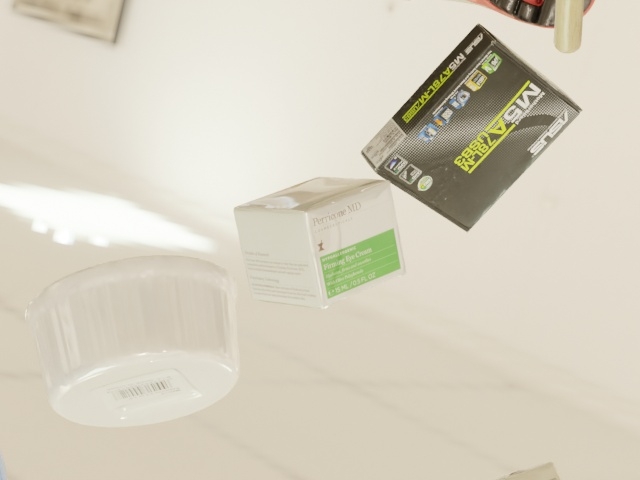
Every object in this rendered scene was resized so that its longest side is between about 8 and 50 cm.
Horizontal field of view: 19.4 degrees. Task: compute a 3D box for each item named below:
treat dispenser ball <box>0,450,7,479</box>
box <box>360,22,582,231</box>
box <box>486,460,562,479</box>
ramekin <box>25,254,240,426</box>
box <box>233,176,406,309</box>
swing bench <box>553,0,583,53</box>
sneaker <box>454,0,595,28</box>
[{"bbox_3d":[-0.515,0.300,2.209,0.288,0.288,0.288,14,-171,-2],"label":"treat dispenser ball"},{"bbox_3d":[0.164,-0.118,2.016,0.184,0.190,0.045,32,-165,-44],"label":"box"},{"bbox_3d":[0.175,0.345,1.486,0.121,0.311,0.148,-31,165,29],"label":"box"},{"bbox_3d":[-0.234,0.137,2.407,0.277,0.135,0.277,-10,155,-5],"label":"ramekin"},{"bbox_3d":[0.000,0.000,1.583,0.101,0.087,0.102,-21,-164,-37],"label":"box"},{"bbox_3d":[0.276,-0.264,1.189,0.253,0.165,0.254,-1,145,0],"label":"swing bench"},{"bbox_3d":[0.152,-0.310,2.085,0.314,0.116,0.136,20,-170,2],"label":"sneaker"}]
